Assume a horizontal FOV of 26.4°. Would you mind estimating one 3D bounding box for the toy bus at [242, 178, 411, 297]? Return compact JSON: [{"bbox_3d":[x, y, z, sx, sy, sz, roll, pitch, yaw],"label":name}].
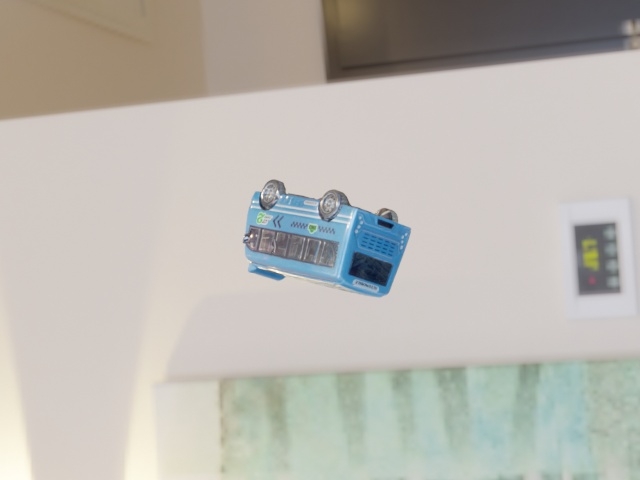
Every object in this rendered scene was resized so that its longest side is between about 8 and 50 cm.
[{"bbox_3d":[0.000,0.000,0.637,0.038,0.083,0.046,18,-95,-39],"label":"toy bus"}]
